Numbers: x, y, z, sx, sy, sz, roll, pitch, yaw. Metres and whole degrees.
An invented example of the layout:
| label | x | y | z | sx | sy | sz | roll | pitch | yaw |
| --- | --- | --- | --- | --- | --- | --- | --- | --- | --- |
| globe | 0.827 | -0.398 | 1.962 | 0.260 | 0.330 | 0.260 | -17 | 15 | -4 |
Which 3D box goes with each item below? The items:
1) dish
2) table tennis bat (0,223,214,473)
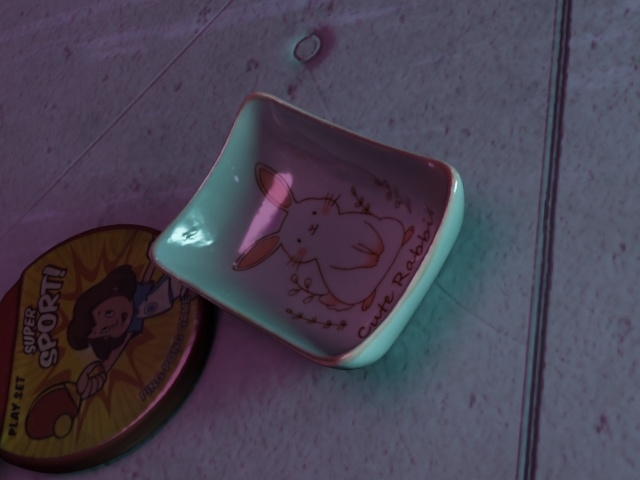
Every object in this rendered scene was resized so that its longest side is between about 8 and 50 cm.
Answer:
| label | x | y | z | sx | sy | sz | roll | pitch | yaw |
| --- | --- | --- | --- | --- | --- | --- | --- | --- | --- |
| dish | 0.000 | 0.000 | 0.861 | 0.212 | 0.077 | 0.151 | 26 | 81 | 41 |
| table tennis bat | -0.216 | 0.091 | 0.984 | 0.310 | 0.038 | 0.200 | -15 | 56 | 22 |
